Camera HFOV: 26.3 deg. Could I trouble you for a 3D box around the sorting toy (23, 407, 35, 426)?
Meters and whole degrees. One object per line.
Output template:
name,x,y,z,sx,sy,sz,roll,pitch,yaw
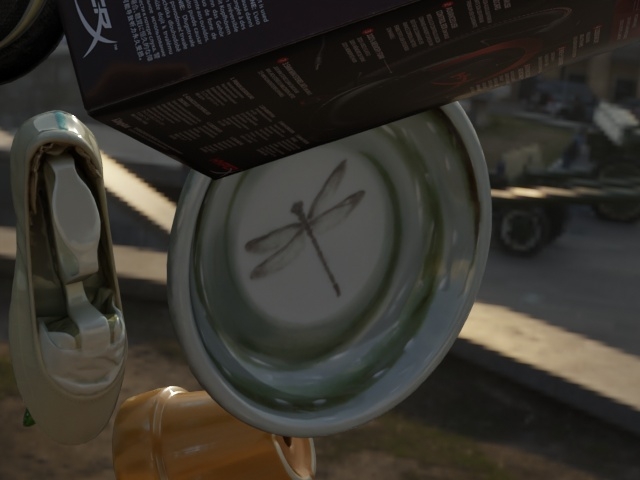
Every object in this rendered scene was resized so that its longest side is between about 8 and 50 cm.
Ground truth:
sorting toy,-0.299,0.169,1.555,0.042,0.102,0.061,23,-15,-16

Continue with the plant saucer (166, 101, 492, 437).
plant saucer,0.000,0.000,1.415,0.400,0.401,0.100,-3,14,-35

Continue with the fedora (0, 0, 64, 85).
fedora,-0.407,-0.304,1.438,0.334,0.334,0.152,8,23,13

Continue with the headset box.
headset box,0.043,-0.134,0.658,0.293,0.110,0.218,-17,-8,9

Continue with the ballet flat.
ballet flat,-0.175,0.034,0.963,0.086,0.249,0.086,-5,13,1

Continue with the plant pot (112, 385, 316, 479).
plant pot,-0.115,0.258,1.632,0.188,0.205,0.205,-19,5,16
